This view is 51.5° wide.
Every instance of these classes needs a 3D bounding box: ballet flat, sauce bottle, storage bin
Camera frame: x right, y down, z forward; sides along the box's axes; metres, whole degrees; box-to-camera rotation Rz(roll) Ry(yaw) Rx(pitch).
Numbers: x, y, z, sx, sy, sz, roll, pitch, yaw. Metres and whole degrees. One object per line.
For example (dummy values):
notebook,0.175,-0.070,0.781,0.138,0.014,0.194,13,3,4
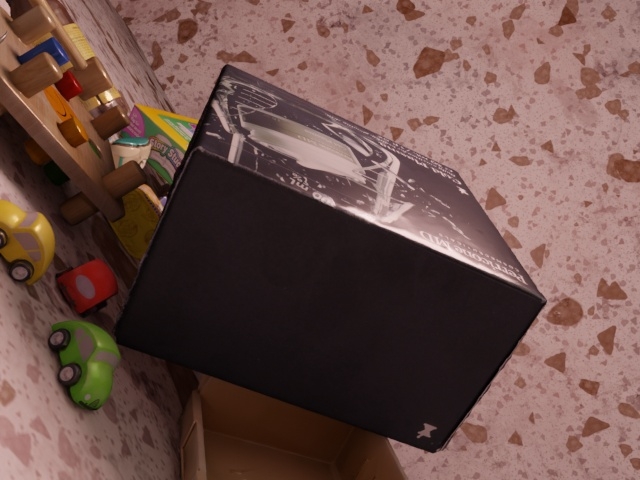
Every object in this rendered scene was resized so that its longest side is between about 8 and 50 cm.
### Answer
ballet flat,-0.413,-0.177,1.419,0.086,0.086,0.248,60,1,-12
sauce bottle,-0.488,-0.362,1.222,0.344,0.111,0.111,62,-1,-12
storage bin,-0.038,0.290,0.851,0.260,0.123,0.262,22,14,-20

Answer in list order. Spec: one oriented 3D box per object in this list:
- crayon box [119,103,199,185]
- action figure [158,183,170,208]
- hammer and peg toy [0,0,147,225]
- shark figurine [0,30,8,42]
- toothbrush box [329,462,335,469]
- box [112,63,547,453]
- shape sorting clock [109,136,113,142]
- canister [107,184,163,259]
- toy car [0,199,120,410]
crayon box,-0.278,-0.188,1.691,0.363,0.106,0.313,41,20,26
action figure,-0.283,-0.045,1.658,0.330,0.178,0.341,47,-12,42
hammer and peg toy,-0.388,-0.209,0.955,0.266,0.127,0.361,58,1,-43
shark figurine,-0.402,-0.223,0.724,0.278,0.116,0.166,62,-1,43
toothbrush box,-0.010,0.416,1.120,0.295,0.126,0.216,-120,-165,-61
box,0.000,0.000,1.019,0.479,0.297,0.472,22,24,-14
shape sorting clock,-0.490,-0.302,1.399,0.206,0.040,0.206,63,2,-4
canister,-0.327,-0.041,1.208,0.126,0.073,0.170,61,-2,-11
toy car,-0.262,0.075,0.716,0.225,0.053,0.239,59,-1,29
